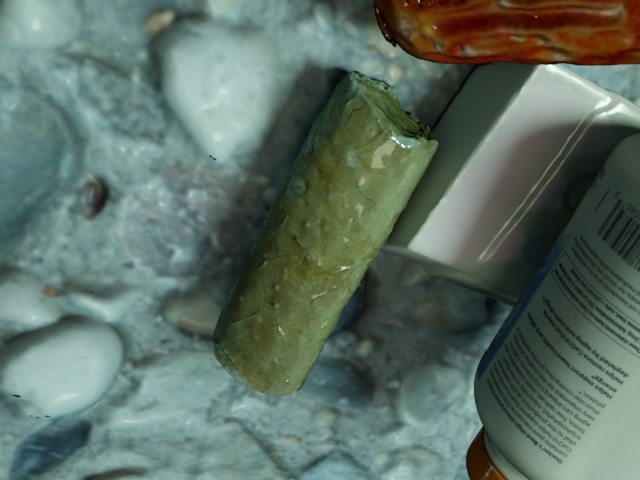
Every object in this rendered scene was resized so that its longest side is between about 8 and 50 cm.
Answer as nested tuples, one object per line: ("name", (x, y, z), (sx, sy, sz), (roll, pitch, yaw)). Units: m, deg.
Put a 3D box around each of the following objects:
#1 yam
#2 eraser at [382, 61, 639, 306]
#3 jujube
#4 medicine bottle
("yam", (0.000, 0.000, 0.628), (0.093, 0.093, 0.259), (18, 118, -21))
("eraser", (0.258, 0.006, 0.683), (0.396, 0.082, 0.213), (21, 117, -23))
("jujube", (0.168, -0.190, 0.472), (0.290, 0.197, 0.197), (-13, 126, 17))
("medicine bottle", (0.210, 0.081, 0.579), (0.157, 0.157, 0.289), (14, 121, -19))
